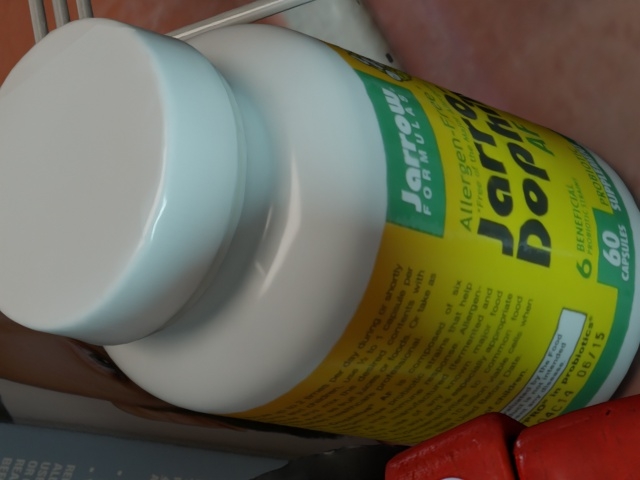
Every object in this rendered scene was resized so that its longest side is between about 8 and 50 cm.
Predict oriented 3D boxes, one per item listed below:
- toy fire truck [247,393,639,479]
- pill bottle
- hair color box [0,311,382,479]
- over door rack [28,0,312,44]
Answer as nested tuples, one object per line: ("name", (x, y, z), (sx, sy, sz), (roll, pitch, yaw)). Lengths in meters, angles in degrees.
("toy fire truck", (0.132, 0.109, 0.433), (0.246, 0.217, 0.159), (-26, 61, 20))
("pill bottle", (0.000, 0.000, 0.574), (0.117, 0.208, 0.118), (-13, 70, 41))
("hair color box", (-0.165, 0.064, 0.597), (0.185, 0.374, 0.114), (33, 102, 43))
("over door rack", (0.013, -0.179, 0.696), (0.324, 0.108, 0.240), (-24, 63, 21))
